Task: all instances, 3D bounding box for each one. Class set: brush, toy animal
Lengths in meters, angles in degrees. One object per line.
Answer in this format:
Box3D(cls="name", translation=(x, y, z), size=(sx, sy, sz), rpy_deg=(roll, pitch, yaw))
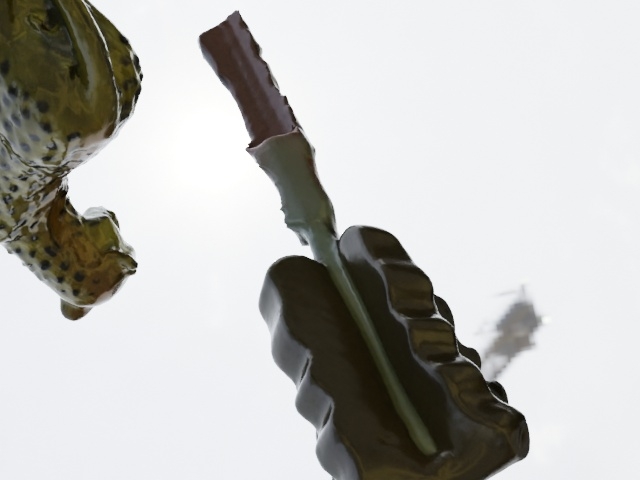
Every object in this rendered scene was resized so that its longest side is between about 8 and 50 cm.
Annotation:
Box3D(cls="brush", translation=(0.000, 0.000, 0.806), size=(0.301, 0.084, 0.071), rpy_deg=(63, -177, 40))
Box3D(cls="toy animal", translation=(-0.099, -0.051, 0.621), size=(0.136, 0.181, 0.073), rpy_deg=(50, -125, 1))
